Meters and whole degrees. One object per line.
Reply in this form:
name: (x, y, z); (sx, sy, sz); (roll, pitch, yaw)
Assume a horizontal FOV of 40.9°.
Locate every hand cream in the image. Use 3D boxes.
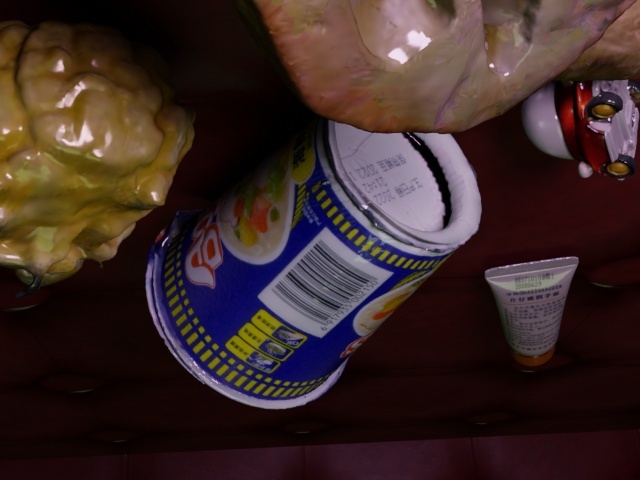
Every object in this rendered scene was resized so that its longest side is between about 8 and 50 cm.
hand cream: (0.339, 0.113, 1.402); (0.139, 0.089, 0.314); (-8, 151, 6)

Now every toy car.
toy car: (0.257, -0.131, 0.860); (0.112, 0.112, 0.139); (0, 150, 32)

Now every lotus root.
lotus root: (0.077, -0.225, 0.437); (0.374, 0.111, 0.391); (-13, 142, -28)

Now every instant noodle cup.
instant noodle cup: (0.000, 0.000, 0.939); (0.284, 0.284, 0.312); (13, 143, -31)

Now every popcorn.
popcorn: (-0.232, -0.074, 0.758); (0.249, 0.225, 0.249); (-7, 152, -4)

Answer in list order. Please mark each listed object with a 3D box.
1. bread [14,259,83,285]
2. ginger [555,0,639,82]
bread: (-0.332, 0.005, 1.052); (0.103, 0.110, 0.156); (-6, 156, -9)
ginger: (0.190, -0.191, 0.700); (0.262, 0.109, 0.116); (9, 177, -23)
